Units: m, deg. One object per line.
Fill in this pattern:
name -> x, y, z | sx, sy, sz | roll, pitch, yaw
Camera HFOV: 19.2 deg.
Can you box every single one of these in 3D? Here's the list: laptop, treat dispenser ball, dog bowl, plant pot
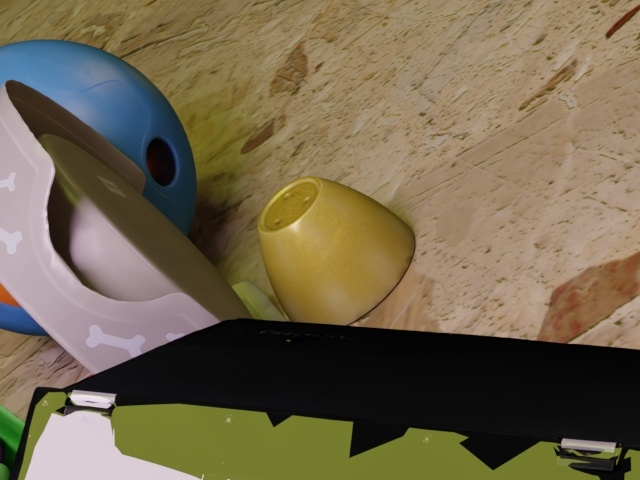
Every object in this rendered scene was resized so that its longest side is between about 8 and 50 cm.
laptop -> 0.029, 0.197, 1.123 | 0.382, 0.236, 0.408 | 3, 65, 22
treat dispenser ball -> -0.264, -0.051, 1.833 | 0.288, 0.288, 0.288 | -30, 30, 20
dog bowl -> -0.163, 0.023, 1.556 | 0.102, 0.349, 0.349 | -46, 28, 4
plant pot -> 0.000, 0.000, 1.641 | 0.134, 0.095, 0.134 | -30, 29, 19

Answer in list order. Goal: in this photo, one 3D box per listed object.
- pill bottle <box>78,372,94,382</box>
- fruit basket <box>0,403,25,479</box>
pill bottle -> -0.163, 0.175, 1.532 | 0.108, 0.108, 0.193 | -39, 11, 4
fruit basket -> -0.340, 0.275, 1.527 | 0.392, 0.283, 0.392 | -47, 14, 16
